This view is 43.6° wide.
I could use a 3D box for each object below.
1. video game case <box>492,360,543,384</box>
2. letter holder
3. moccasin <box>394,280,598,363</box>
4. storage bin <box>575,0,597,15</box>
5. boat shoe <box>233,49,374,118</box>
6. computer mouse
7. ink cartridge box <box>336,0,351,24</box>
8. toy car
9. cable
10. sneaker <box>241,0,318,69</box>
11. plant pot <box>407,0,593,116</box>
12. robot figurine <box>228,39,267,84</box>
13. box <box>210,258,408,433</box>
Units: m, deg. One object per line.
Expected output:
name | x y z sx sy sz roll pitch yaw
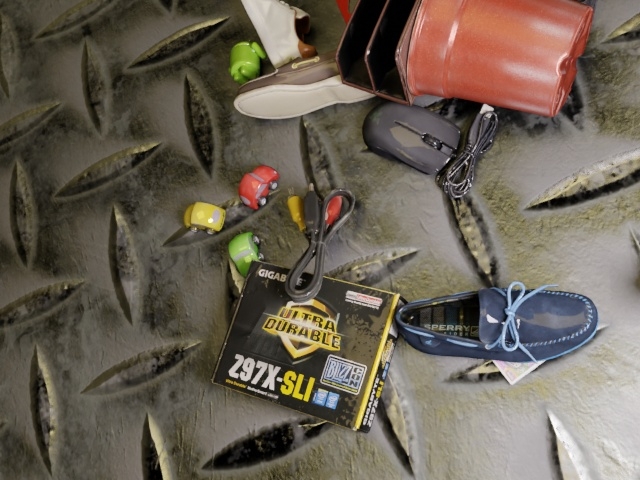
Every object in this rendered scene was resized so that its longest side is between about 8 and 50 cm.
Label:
video game case | 0.353 0.180 1.384 0.122 0.011 0.087 -39 61 7
letter holder | 0.152 -0.448 1.502 0.152 0.214 0.302 22 79 17
moccasin | 0.287 0.146 1.350 0.341 0.117 0.138 -12 60 24
storage bin | 0.473 -0.510 1.538 0.122 0.084 0.180 10 77 27
boat shoe | -0.027 -0.337 1.683 0.324 0.116 0.097 -9 68 16
computer mouse | 0.193 -0.210 1.562 0.272 0.072 0.189 23 83 29
ink cartridge box | 0.142 -0.559 1.719 0.238 0.060 0.275 -26 63 12
toy car | -0.175 -0.029 1.670 0.239 0.053 0.225 -28 63 13
cable | 0.000 0.000 1.548 0.139 0.072 0.287 -2 57 5
sneaker | -0.092 -0.498 1.783 0.123 0.106 0.290 -29 73 7
plant pot | 0.333 -0.357 1.457 0.265 0.272 0.272 22 82 19
robot figurine | -0.168 -0.397 1.785 0.101 0.067 0.115 -41 40 35
box | -0.023 0.193 1.511 0.322 0.079 0.257 13 79 27
